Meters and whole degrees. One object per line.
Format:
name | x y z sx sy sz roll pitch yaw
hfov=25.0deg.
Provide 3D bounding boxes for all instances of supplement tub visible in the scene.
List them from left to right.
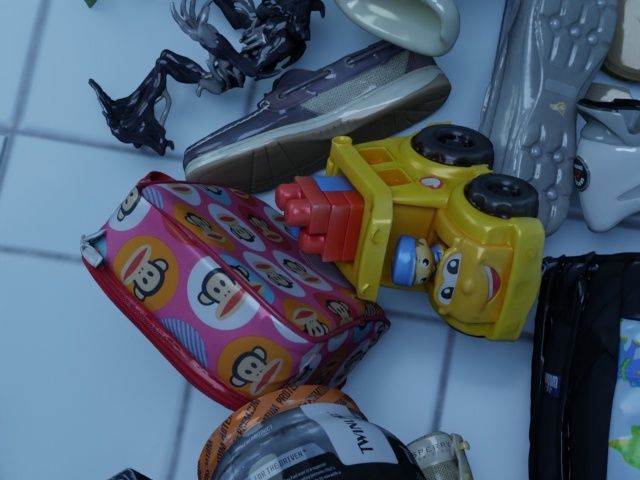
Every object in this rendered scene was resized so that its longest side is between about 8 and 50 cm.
supplement tub | 0.023 0.275 1.120 0.193 0.194 0.316 -29 48 -2

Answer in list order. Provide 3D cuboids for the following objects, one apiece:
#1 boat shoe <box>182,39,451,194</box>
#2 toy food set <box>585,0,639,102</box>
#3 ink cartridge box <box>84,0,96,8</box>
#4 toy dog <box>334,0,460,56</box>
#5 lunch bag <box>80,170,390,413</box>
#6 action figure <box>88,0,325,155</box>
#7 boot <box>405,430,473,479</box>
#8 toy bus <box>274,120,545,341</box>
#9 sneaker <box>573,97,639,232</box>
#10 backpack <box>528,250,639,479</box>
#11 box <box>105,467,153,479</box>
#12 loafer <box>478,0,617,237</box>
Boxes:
boat shoe | -0.012 -0.129 1.458 0.285 0.103 0.092 -23 68 -4
toy food set | 0.328 -0.221 1.458 0.132 0.038 0.192 13 91 18
ink cartridge box | -0.172 -0.332 1.523 0.062 0.109 0.209 36 82 15
toy dog | 0.140 -0.405 1.411 0.408 0.395 0.285 -37 114 -20
lunch bag | -0.081 0.032 1.315 0.258 0.293 0.120 43 103 15
action figure | -0.107 -0.206 1.456 0.275 0.164 0.141 -36 110 4
boot | 0.124 0.263 1.255 0.095 0.262 0.204 -8 71 -14
toy bus | 0.072 -0.008 1.315 0.211 0.149 0.220 -2 31 -24
sneaker | 0.400 -0.059 1.388 0.330 0.122 0.146 1 102 -7
backpack | 0.286 0.206 1.244 0.273 0.290 0.356 16 84 -6
box | -0.132 0.385 1.200 0.179 0.343 0.313 -29 73 -3
loafer | 0.210 -0.157 1.421 0.112 0.111 0.320 20 82 -28
